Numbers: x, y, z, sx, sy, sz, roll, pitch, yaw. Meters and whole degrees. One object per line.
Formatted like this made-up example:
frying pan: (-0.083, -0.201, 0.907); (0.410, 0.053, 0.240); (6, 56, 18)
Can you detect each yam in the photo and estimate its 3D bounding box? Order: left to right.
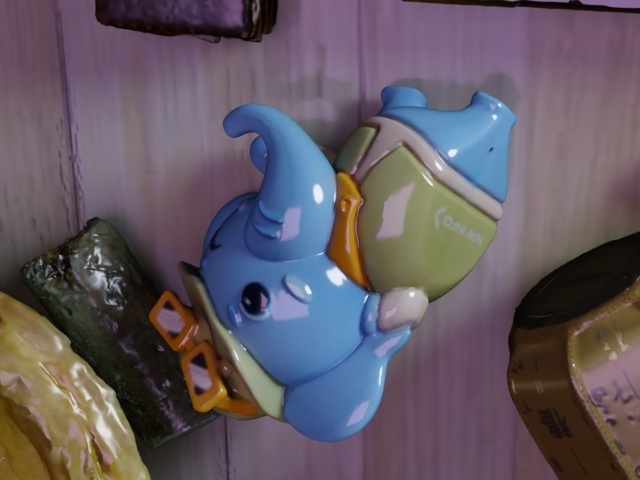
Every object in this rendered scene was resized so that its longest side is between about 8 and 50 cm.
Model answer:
yam: (-0.139, 0.073, 0.731); (0.078, 0.078, 0.179); (-29, 98, 20)

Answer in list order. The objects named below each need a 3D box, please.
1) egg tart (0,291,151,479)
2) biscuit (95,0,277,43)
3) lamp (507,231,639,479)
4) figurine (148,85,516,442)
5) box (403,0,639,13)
egg tart: (-0.242, 0.168, 0.711); (0.345, 0.132, 0.345); (7, 108, 22)
biscuit: (-0.076, -0.318, 0.604); (0.107, 0.073, 0.388); (7, 107, 11)
lamp: (0.208, 0.098, 0.612); (0.161, 0.161, 0.185); (-32, 100, 20)
figurine: (0.003, 0.002, 0.653); (0.180, 0.154, 0.262); (33, 94, 12)
box: (0.172, -0.213, 0.573); (0.240, 0.071, 0.159); (6, 109, 12)
